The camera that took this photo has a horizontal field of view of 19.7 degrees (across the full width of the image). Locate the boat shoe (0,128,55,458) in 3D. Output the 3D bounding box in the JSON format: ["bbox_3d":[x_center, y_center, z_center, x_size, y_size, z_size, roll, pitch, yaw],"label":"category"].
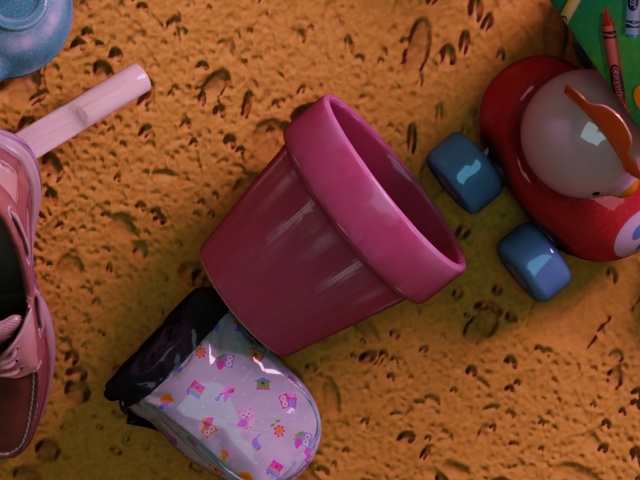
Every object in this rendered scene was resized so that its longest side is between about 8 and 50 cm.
[{"bbox_3d":[-0.297,0.064,1.597,0.123,0.116,0.324,-2,121,-1],"label":"boat shoe"}]

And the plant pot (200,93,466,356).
[{"bbox_3d":[0.000,0.000,1.647,0.180,0.201,0.201,-38,94,12],"label":"plant pot"}]

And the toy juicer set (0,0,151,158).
[{"bbox_3d":[-0.253,-0.219,1.673,0.209,0.089,0.329,-11,89,-23],"label":"toy juicer set"}]

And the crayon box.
[{"bbox_3d":[0.303,-0.197,1.622,0.081,0.278,0.165,-34,95,26],"label":"crayon box"}]

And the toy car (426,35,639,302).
[{"bbox_3d":[0.242,-0.075,1.635,0.219,0.238,0.210,-38,94,-3],"label":"toy car"}]

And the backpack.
[{"bbox_3d":[-0.086,0.148,1.670,0.182,0.115,0.152,45,84,-7],"label":"backpack"}]
